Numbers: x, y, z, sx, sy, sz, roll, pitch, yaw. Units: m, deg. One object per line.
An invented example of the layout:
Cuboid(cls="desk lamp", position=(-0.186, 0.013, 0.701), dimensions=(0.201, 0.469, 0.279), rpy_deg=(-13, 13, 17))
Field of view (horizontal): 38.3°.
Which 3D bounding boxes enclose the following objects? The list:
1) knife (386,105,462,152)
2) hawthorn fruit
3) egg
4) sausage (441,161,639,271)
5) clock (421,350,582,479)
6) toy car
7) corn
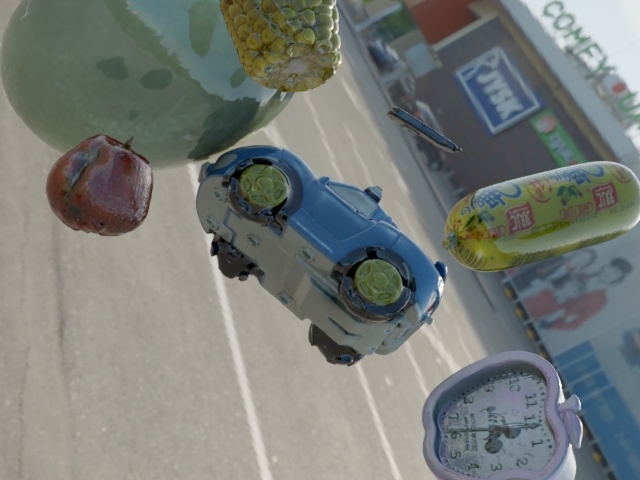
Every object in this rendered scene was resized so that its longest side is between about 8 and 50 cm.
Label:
Cuboid(cls="knife", position=(0.146, -0.154, 1.302), dimensions=(0.121, 0.018, 0.031), rpy_deg=(35, -6, 13))
Cuboid(cls="hawthorn fruit", position=(-0.180, -0.048, 0.767), dimensions=(0.093, 0.093, 0.093), rpy_deg=(58, 10, -17))
Cuboid(cls="egg", position=(-0.192, -0.208, 1.054), dimensions=(0.258, 0.352, 0.258), rpy_deg=(-13, 90, -81))
Cuboid(cls="sausage", position=(0.322, -0.036, 1.320), dimensions=(0.123, 0.347, 0.123), rpy_deg=(167, -90, -68))
Cuboid(cls="clock", position=(0.373, 0.387, 1.871), dimensions=(0.338, 0.339, 0.102), rpy_deg=(-106, 170, -50))
Cuboid(cls="toy car", position=(0.000, 0.000, 1.057), dimensions=(0.314, 0.166, 0.198), rpy_deg=(39, -30, 8))
Cuboid(cls="corn", position=(-0.047, -0.258, 0.722), dimensions=(0.101, 0.102, 0.310), rpy_deg=(42, 39, -62))
